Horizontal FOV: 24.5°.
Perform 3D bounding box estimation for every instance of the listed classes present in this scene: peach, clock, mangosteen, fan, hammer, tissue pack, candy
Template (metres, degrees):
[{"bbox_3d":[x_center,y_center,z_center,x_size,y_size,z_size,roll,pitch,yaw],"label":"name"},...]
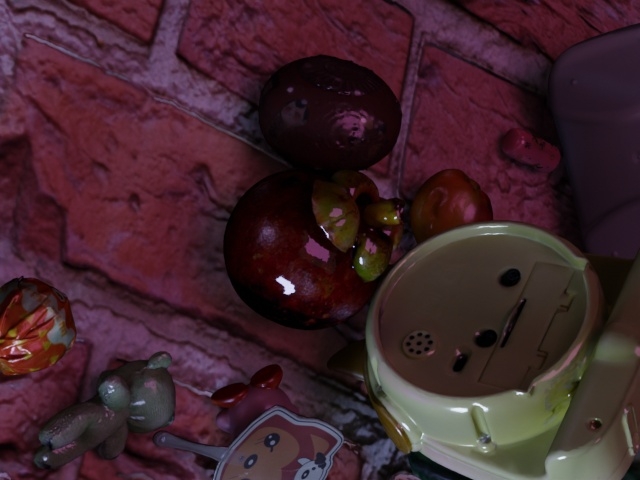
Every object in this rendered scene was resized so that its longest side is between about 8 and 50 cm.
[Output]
[{"bbox_3d":[0.149,-0.027,1.707,0.100,0.100,0.101,10,73,-38],"label":"peach"},{"bbox_3d":[0.179,0.102,1.517,0.286,0.348,0.117,-60,147,-30],"label":"clock"},{"bbox_3d":[0.000,0.000,1.503,0.199,0.200,0.200,10,73,-38],"label":"mangosteen"},{"bbox_3d":[-0.076,0.217,1.463,0.220,0.009,0.132,21,106,-38],"label":"fan"},{"bbox_3d":[0.264,-0.114,1.855,0.083,0.043,0.043,20,67,-33],"label":"hammer"},{"bbox_3d":[0.440,-0.111,1.873,0.236,0.229,0.333,-11,88,-55],"label":"tissue pack"},{"bbox_3d":[-0.329,0.138,1.296,0.287,0.078,0.084,-44,112,-29],"label":"candy"}]

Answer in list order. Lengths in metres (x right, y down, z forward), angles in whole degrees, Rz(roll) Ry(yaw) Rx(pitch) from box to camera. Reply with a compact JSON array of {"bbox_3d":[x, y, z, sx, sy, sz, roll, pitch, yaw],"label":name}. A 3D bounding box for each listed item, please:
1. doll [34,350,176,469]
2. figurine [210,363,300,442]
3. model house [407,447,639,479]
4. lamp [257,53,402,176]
[{"bbox_3d":[-0.204,0.158,1.383,0.150,0.077,0.115,-27,142,-35],"label":"doll"},{"bbox_3d":[-0.065,0.177,1.497,0.083,0.067,0.071,-18,110,-1],"label":"figurine"},{"bbox_3d":[0.286,0.239,1.622,0.243,0.298,0.284,-67,150,-27],"label":"model house"},{"bbox_3d":[0.009,-0.123,1.585,0.157,0.156,0.135,-3,122,-33],"label":"lamp"}]
